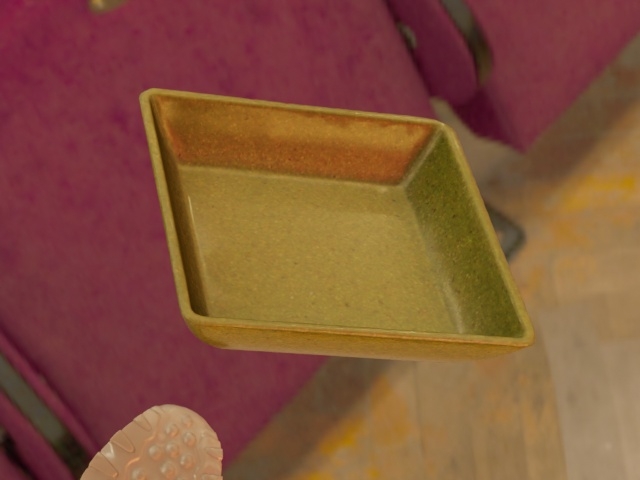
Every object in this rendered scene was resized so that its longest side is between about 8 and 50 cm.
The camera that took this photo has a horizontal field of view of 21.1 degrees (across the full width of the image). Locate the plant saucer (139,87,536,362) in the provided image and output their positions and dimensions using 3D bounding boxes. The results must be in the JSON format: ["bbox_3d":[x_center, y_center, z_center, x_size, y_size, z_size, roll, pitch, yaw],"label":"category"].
[{"bbox_3d":[0.000,0.000,0.921,0.188,0.045,0.188,5,40,-19],"label":"plant saucer"}]

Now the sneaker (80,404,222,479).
[{"bbox_3d":[-0.133,0.213,1.081,0.090,0.095,0.235,25,68,-6],"label":"sneaker"}]
